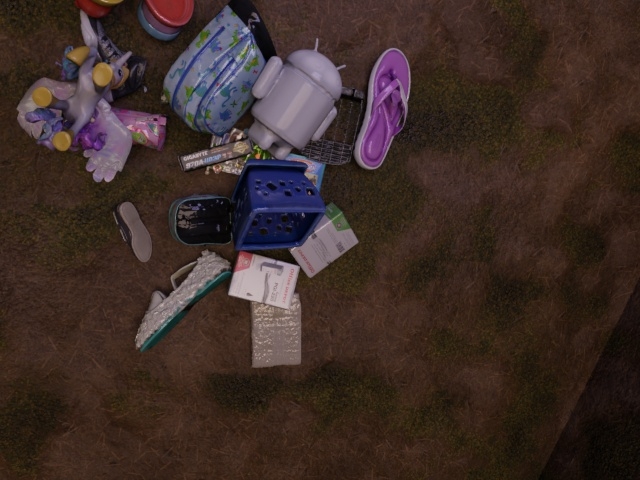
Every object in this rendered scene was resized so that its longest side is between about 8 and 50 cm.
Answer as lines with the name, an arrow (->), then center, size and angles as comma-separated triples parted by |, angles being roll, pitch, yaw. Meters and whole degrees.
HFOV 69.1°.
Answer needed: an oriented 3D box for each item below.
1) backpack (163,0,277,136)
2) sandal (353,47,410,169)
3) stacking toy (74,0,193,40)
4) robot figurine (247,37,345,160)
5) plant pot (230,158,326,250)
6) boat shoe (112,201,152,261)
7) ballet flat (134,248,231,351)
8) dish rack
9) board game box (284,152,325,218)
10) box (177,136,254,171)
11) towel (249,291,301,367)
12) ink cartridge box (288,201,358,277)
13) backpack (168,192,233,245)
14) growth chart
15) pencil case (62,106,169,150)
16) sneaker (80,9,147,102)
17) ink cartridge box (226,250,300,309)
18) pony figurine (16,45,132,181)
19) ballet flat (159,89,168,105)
backpack -> -0.292, -0.484, 1.367 | 0.355, 0.290, 0.274 | -31, 86, 1
sandal -> 0.235, -0.440, 1.582 | 0.169, 0.102, 0.417 | 11, 95, -33
stacking toy -> -0.534, -0.731, 1.332 | 0.308, 0.130, 0.280 | 7, 74, -39
robot figurine -> -0.072, -0.420, 1.405 | 0.354, 0.200, 0.299 | -52, 139, 8
plant pot -> -0.146, -0.117, 1.421 | 0.235, 0.236, 0.212 | -2, 61, -27
boat shoe -> -0.611, -0.026, 1.507 | 0.064, 0.075, 0.206 | -2, 114, 30
ballet flat -> -0.476, 0.188, 1.557 | 0.409, 0.147, 0.147 | -43, 108, -6
dish rack -> 0.033, -0.397, 1.572 | 0.208, 0.074, 0.272 | 9, 98, -15
board game box -> -0.081, -0.188, 1.602 | 0.159, 0.047, 0.211 | 11, 99, -16
box -> -0.322, -0.262, 1.434 | 0.220, 0.175, 0.051 | -18, 102, -11
towel -> -0.163, 0.325, 1.691 | 0.186, 0.049, 0.283 | -1, 101, -12
ink cartridge box -> 0.000, 0.000, 1.616 | 0.219, 0.093, 0.160 | -36, 130, -5
backpack -> -0.391, -0.067, 1.491 | 0.188, 0.144, 0.166 | -9, 107, -39
growth chart -> -0.258, -0.291, 1.550 | 0.237, 0.021, 0.172 | 5, 99, -16
pencil case -> -0.608, -0.347, 1.394 | 0.283, 0.124, 0.124 | 6, 100, -13
sneaker -> -0.602, -0.553, 1.371 | 0.152, 0.101, 0.269 | -15, 103, -19
ink cartridge box -> -0.195, 0.137, 1.594 | 0.217, 0.092, 0.159 | 16, 83, -14
pony figurine -> -0.610, -0.341, 1.194 | 0.302, 0.363, 0.351 | 33, 101, -20
ballet flat -> -0.466, -0.473, 1.448 | 0.041, 0.041, 0.115 | 29, 93, -18
